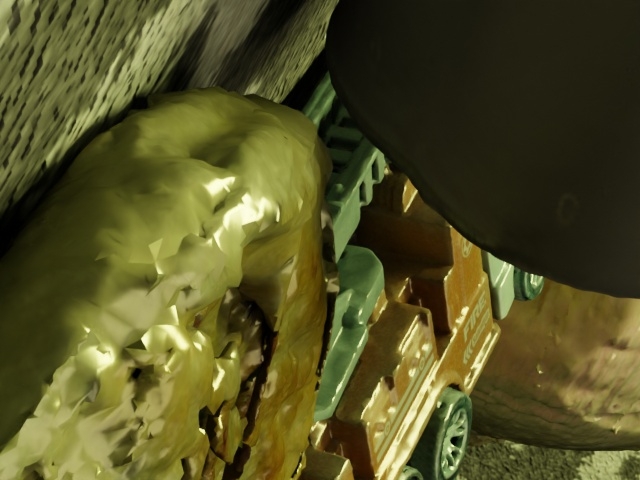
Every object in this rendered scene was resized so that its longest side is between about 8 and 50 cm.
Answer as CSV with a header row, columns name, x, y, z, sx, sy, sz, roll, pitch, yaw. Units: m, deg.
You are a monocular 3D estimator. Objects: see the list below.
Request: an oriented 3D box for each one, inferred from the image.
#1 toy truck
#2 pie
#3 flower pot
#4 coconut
name,x,y,z,sx,sy,sz,roll,pitch,yaw
toy truck,0.025,0.004,0.857,0.184,0.133,0.338,80,30,-41
pie,-0.065,0.104,0.532,0.339,0.077,0.339,18,90,-75
flower pot,0.145,-0.149,0.619,0.243,0.265,0.265,99,18,-44
coconut,0.181,0.000,1.302,0.404,0.404,0.404,-58,178,-4
